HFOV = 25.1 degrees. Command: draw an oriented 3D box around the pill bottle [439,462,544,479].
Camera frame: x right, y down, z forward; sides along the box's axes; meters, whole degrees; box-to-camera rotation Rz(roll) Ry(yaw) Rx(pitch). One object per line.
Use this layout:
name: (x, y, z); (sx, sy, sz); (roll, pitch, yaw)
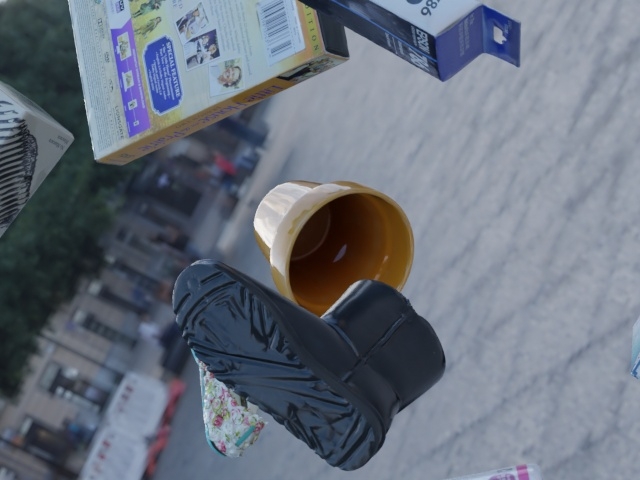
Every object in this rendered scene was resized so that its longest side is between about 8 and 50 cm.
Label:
pill bottle: (0.155, 0.385, 1.822); (0.160, 0.283, 0.160); (-12, -90, -84)

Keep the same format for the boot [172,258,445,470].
boot: (-0.005, 0.086, 1.367); (0.094, 0.246, 0.207); (-50, -4, 29)

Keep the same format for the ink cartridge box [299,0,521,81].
ink cartridge box: (0.064, -0.268, 1.591); (0.065, 0.332, 0.165); (-59, -13, -6)

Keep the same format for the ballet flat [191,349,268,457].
ballet flat: (-0.108, 0.163, 1.776); (0.077, 0.091, 0.241); (-36, 43, 19)

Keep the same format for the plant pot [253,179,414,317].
plant pot: (0.000, 0.000, 2.060); (0.188, 0.205, 0.205); (33, 96, 57)

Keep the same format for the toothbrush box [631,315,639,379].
toothbrush box: (0.559, 0.158, 2.016); (0.126, 0.216, 0.295); (-61, -8, 13)

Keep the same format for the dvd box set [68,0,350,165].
dvd box set: (-0.167, -0.313, 1.949); (0.420, 0.062, 0.308); (-22, 74, 34)

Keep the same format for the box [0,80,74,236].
box: (-0.390, -0.037, 1.502); (0.275, 0.094, 0.113); (-54, -22, 3)
